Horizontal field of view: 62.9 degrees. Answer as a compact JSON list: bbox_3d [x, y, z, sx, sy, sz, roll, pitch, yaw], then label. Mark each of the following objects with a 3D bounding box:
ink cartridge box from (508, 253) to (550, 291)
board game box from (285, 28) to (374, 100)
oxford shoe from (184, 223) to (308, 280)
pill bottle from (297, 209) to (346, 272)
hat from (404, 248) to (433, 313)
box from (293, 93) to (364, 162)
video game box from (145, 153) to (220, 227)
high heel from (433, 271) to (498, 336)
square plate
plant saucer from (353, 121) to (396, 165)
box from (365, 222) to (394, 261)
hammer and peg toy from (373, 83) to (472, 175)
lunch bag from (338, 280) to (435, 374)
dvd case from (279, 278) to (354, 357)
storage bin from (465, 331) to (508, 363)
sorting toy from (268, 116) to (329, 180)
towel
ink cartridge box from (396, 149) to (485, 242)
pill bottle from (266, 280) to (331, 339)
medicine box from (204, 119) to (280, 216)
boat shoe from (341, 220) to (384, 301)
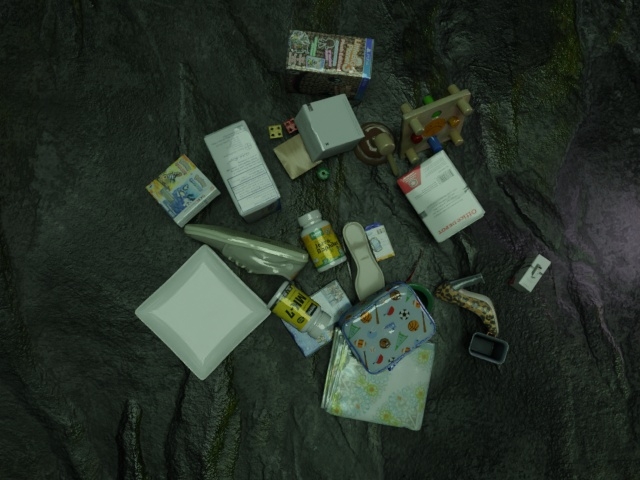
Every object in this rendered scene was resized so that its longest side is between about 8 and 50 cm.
[{"bbox_3d":[0.767,0.120,1.924,0.056,0.099,0.135,37,83,1],"label":"ink cartridge box"},{"bbox_3d":[0.025,-0.618,1.863,0.291,0.232,0.141,6,86,-3],"label":"board game box"},{"bbox_3d":[-0.267,0.040,1.838,0.449,0.169,0.130,17,100,-4],"label":"oxford shoe"},{"bbox_3d":[0.000,0.000,1.872,0.117,0.117,0.208,-25,88,-5],"label":"pill bottle"},{"bbox_3d":[0.324,0.181,1.930,0.208,0.183,0.173,-27,114,16],"label":"hat"},{"bbox_3d":[0.029,-0.403,1.878,0.182,0.119,0.181,-22,85,-23],"label":"box"},{"bbox_3d":[-0.489,-0.178,1.858,0.187,0.048,0.205,-43,69,-8],"label":"video game box"},{"bbox_3d":[0.539,0.256,1.925,0.186,0.093,0.261,-19,100,17],"label":"high heel"},{"bbox_3d":[-0.413,0.252,1.861,0.347,0.049,0.344,-45,90,-6],"label":"square plate"},{"bbox_3d":[0.204,-0.366,1.958,0.168,0.029,0.168,0,85,-5],"label":"plant saucer"},{"bbox_3d":[0.212,0.005,1.932,0.081,0.028,0.136,-20,85,-5],"label":"box"},{"bbox_3d":[0.351,-0.388,1.869,0.361,0.266,0.127,-23,66,-4],"label":"hammer and peg toy"},{"bbox_3d":[0.222,0.301,1.771,0.303,0.115,0.243,-33,98,-3],"label":"lunch bag"},{"bbox_3d":[0.001,0.280,1.900,0.253,0.022,0.180,-33,88,-5],"label":"dvd case"},{"bbox_3d":[0.595,0.379,1.897,0.135,0.091,0.098,19,85,-3],"label":"storage bin"},{"bbox_3d":[-0.089,-0.317,1.925,0.132,0.046,0.274,-32,89,-6],"label":"sorting toy"},{"bbox_3d":[0.206,0.482,1.866,0.374,0.090,0.320,12,88,-5],"label":"towel"},{"bbox_3d":[0.433,-0.157,1.891,0.197,0.114,0.273,-33,88,12],"label":"ink cartridge box"},{"bbox_3d":[-0.073,0.246,1.828,0.208,0.119,0.119,36,84,0],"label":"pill bottle"},{"bbox_3d":[-0.257,-0.224,1.799,0.149,0.263,0.289,-25,87,-5],"label":"medicine box"},{"bbox_3d":[0.155,0.089,1.900,0.112,0.095,0.335,-16,92,-2],"label":"boat shoe"}]
